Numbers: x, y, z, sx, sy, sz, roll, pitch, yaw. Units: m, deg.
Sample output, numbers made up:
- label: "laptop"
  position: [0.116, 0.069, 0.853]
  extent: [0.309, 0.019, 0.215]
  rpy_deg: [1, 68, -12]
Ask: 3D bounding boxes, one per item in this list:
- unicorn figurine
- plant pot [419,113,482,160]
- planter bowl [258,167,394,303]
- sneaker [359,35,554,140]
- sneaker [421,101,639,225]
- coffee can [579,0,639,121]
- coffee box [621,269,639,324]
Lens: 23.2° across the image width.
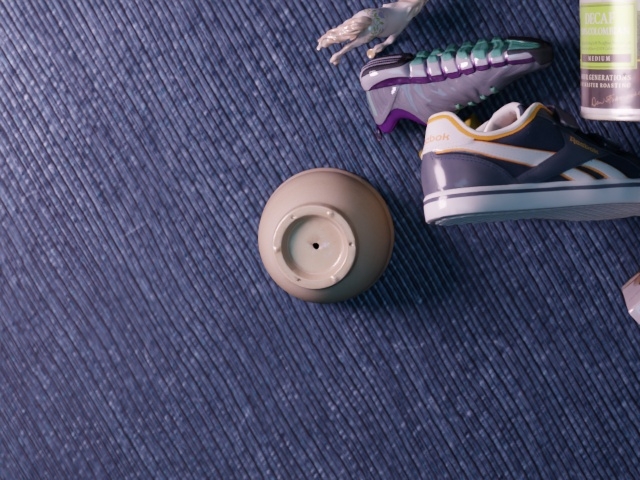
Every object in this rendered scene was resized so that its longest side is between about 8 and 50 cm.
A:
- label: "unicorn figurine"
  position: [0.069, -0.250, 1.766]
  extent: [0.060, 0.162, 0.111]
  rpy_deg: [49, 129, -5]
- label: "plant pot"
  position: [0.164, -0.087, 1.778]
  extent: [0.081, 0.083, 0.081]
  rpy_deg: [-36, 92, 11]
- label: "planter bowl"
  position: [0.000, 0.000, 1.802]
  extent: [0.162, 0.109, 0.162]
  rpy_deg: [1, 97, 8]
- label: "sneaker"
  position: [0.160, -0.172, 1.779]
  extent: [0.224, 0.083, 0.098]
  rpy_deg: [-6, 109, 19]
- label: "sneaker"
  position: [0.257, -0.086, 1.699]
  extent: [0.321, 0.126, 0.127]
  rpy_deg: [-1, 80, -28]
- label: "coffee can"
  position: [0.375, -0.270, 1.662]
  extent: [0.201, 0.201, 0.275]
  rpy_deg: [-1, 98, 9]
- label: "coffee box"
  position: [0.478, 0.003, 1.701]
  extent: [0.119, 0.168, 0.297]
  rpy_deg: [45, 102, 1]
